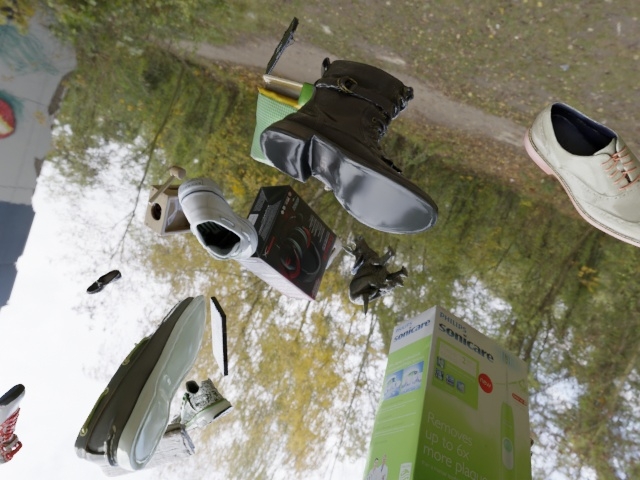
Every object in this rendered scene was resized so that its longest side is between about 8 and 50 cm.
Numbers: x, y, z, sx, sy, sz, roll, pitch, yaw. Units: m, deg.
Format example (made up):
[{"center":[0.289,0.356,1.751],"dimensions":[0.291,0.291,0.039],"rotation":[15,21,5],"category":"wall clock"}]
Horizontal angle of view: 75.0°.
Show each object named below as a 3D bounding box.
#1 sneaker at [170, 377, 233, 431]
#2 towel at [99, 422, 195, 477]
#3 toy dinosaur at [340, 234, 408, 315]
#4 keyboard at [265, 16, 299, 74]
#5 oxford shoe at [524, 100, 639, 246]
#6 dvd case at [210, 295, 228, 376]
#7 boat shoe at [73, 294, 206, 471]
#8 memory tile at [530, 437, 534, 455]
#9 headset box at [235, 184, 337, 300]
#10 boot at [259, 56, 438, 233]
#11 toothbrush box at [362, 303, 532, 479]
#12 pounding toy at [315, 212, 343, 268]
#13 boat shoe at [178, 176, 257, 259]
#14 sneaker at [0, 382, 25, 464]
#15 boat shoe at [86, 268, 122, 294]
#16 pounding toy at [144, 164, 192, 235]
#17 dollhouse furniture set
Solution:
[{"center":[-0.502,0.657,1.696],"dimensions":[0.158,0.410,0.182],"rotation":[-9,-109,-49],"category":"sneaker"},{"center":[-0.546,0.649,1.294],"dimensions":[0.282,0.187,0.049],"rotation":[-9,-140,-11],"category":"towel"},{"center":[0.135,0.110,1.109],"dimensions":[0.121,0.160,0.313],"rotation":[47,-146,-26],"category":"toy dinosaur"},{"center":[-0.101,-0.544,1.184],"dimensions":[0.038,0.100,0.192],"rotation":[22,147,-24],"category":"keyboard"},{"center":[0.605,-0.136,0.885],"dimensions":[0.397,0.140,0.146],"rotation":[47,-177,18],"category":"oxford shoe"},{"center":[-0.385,0.362,1.589],"dimensions":[0.022,0.253,0.180],"rotation":[-6,-161,-26],"category":"dvd case"},{"center":[-0.261,0.196,0.654],"dimensions":[0.091,0.109,0.305],"rotation":[3,-144,6],"category":"boat shoe"},{"center":[0.341,0.421,0.774],"dimensions":[0.012,0.113,0.148],"rotation":[55,-149,11],"category":"memory tile"},{"center":[-0.081,0.020,1.152],"dimensions":[0.110,0.218,0.293],"rotation":[2,151,36],"category":"headset box"},{"center":[0.072,-0.149,0.559],"dimensions":[0.263,0.229,0.091],"rotation":[32,146,9],"category":"boot"},{"center":[0.203,0.278,0.641],"dimensions":[0.206,0.122,0.283],"rotation":[33,-134,-11],"category":"toothbrush box"},{"center":[0.000,0.000,1.511],"dimensions":[0.130,0.141,0.100],"rotation":[31,168,29],"category":"pounding toy"},{"center":[-0.152,-0.005,0.636],"dimensions":[0.226,0.083,0.076],"rotation":[61,-169,-64],"category":"boat shoe"},{"center":[-0.884,0.528,1.174],"dimensions":[0.145,0.270,0.090],"rotation":[47,-175,-17],"category":"sneaker"},{"center":[-0.753,0.142,1.446],"dimensions":[0.125,0.038,0.046],"rotation":[-31,-111,-27],"category":"boat shoe"},{"center":[-0.445,-0.127,1.212],"dimensions":[0.094,0.206,0.181],"rotation":[29,-158,27],"category":"pounding toy"},{"center":[-0.061,-0.227,0.868],"dimensions":[0.301,0.197,0.151],"rotation":[24,-159,27],"category":"dollhouse furniture set"}]
